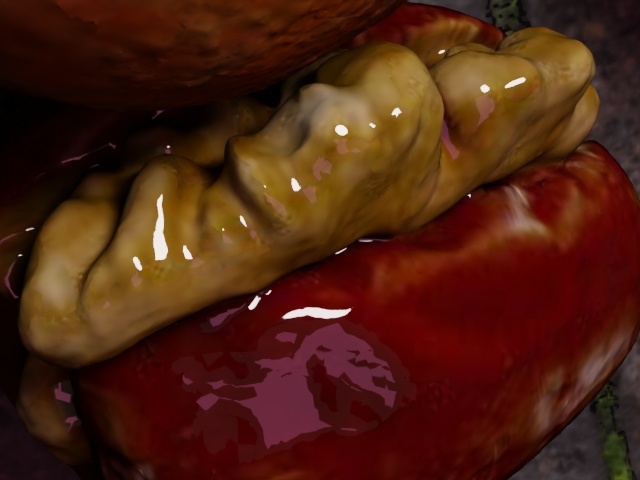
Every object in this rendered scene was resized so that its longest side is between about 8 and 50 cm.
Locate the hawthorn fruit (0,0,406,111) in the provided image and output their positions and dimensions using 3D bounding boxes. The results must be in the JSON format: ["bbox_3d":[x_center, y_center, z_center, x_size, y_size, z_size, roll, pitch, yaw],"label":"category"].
[{"bbox_3d":[-0.039,-0.176,0.457,0.298,0.277,0.277,-2,118,-50],"label":"hawthorn fruit"}]

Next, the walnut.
[{"bbox_3d":[0.000,0.000,0.571,0.269,0.221,0.244,-27,153,-24],"label":"walnut"}]
